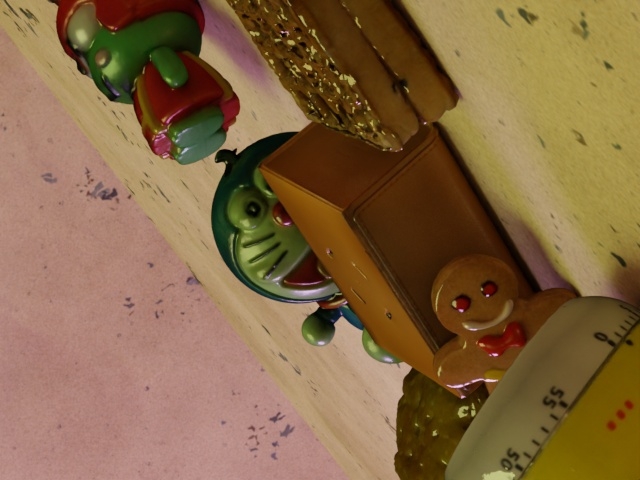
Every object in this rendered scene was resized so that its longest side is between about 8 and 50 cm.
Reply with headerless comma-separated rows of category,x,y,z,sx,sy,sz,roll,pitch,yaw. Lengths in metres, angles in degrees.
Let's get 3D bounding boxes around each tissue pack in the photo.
tissue pack,0.092,0.002,1.941,0.274,0.145,0.194,56,168,-31

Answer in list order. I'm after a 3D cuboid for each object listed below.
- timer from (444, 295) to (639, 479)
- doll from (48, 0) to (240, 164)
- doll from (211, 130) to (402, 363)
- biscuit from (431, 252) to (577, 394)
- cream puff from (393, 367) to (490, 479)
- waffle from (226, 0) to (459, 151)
timer,0.277,0.211,1.668,0.285,0.285,0.285,46,168,13
doll,-0.231,-0.258,2.259,0.363,0.160,0.182,48,170,20
doll,0.001,-0.001,2.143,0.322,0.198,0.186,44,-179,-18
biscuit,0.196,0.112,1.866,0.250,0.165,0.036,54,-166,-30
cream puff,0.181,0.214,2.094,0.196,0.244,0.244,40,173,-23
waffle,-0.021,-0.233,1.739,0.308,0.091,0.213,55,167,-24
